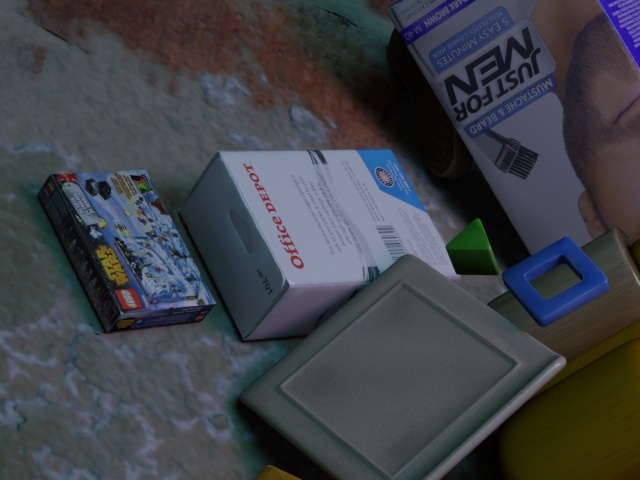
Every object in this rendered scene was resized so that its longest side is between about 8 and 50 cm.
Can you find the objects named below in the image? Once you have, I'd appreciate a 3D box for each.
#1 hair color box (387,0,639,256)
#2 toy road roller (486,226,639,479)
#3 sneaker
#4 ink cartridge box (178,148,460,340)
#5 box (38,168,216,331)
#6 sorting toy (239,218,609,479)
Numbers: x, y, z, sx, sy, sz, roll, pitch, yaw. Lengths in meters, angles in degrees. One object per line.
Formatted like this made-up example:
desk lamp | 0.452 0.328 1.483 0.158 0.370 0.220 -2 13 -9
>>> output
hair color box | 0.230 -0.117 1.689 0.338 0.185 0.110 58 31 0
toy road roller | 0.224 0.129 1.437 0.240 0.202 0.329 37 25 -53
sneaker | 0.131 -0.135 1.792 0.086 0.064 0.192 8 46 -29
ink cartridge box | 0.000 0.000 1.542 0.191 0.082 0.139 -4 55 -39
box | -0.151 0.006 1.459 0.094 0.027 0.137 -4 55 -43
sorting toy | 0.061 0.113 1.405 0.348 0.047 0.196 -40 44 -17
